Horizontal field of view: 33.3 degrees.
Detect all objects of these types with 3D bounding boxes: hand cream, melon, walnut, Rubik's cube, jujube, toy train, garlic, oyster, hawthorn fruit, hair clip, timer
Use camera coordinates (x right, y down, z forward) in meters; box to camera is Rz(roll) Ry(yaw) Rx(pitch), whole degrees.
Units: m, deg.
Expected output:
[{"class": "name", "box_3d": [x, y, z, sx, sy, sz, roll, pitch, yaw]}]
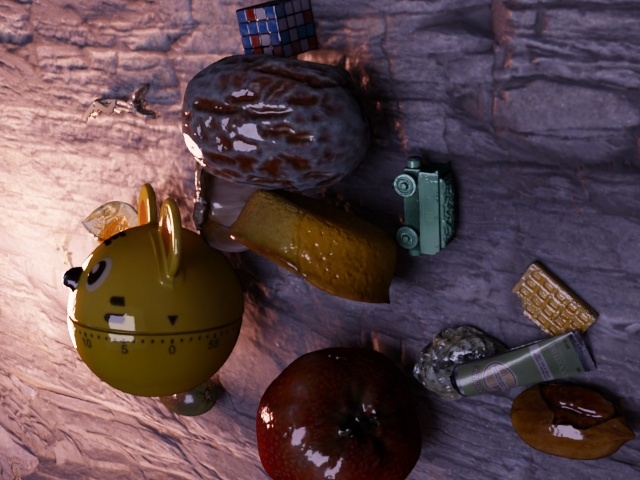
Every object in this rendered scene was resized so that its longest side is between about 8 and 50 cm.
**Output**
[{"class": "hand cream", "box_3d": [0.314, 0.204, 1.712, 0.235, 0.055, 0.086, -17, 121, 24]}, {"class": "melon", "box_3d": [-0.413, -0.019, 2.269, 0.160, 0.079, 0.128, 41, 110, 16]}, {"class": "walnut", "box_3d": [0.395, 0.286, 1.683, 0.207, 0.116, 0.116, 8, 114, 37]}, {"class": "Rubik's cube", "box_3d": [-0.073, -0.357, 1.807, 0.092, 0.092, 0.092, 2, 110, 41]}, {"class": "jujube", "box_3d": [-0.062, -0.189, 1.751, 0.308, 0.246, 0.215, 7, 89, 26]}, {"class": "toy train", "box_3d": [0.173, -0.053, 1.752, 0.099, 0.070, 0.172, 8, 115, 27]}, {"class": "garlic", "box_3d": [-0.142, -0.104, 1.914, 0.256, 0.207, 0.207, -36, 84, 37]}, {"class": "melon", "box_3d": [-0.289, 0.326, 2.294, 0.162, 0.099, 0.099, 1, 109, 46]}, {"class": "oyster", "box_3d": [0.237, 0.208, 1.814, 0.125, 0.064, 0.177, 43, 125, 2]}, {"class": "hawthorn fruit", "box_3d": [0.012, 0.349, 1.941, 0.285, 0.284, 0.369, 57, 143, 5]}, {"class": "hair clip", "box_3d": [-0.420, -0.280, 2.181, 0.226, 0.034, 0.072, 3, 107, 41]}, {"class": "timer", "box_3d": [-0.320, 0.092, 2.057, 0.376, 0.376, 0.387, 9, 105, 38]}]

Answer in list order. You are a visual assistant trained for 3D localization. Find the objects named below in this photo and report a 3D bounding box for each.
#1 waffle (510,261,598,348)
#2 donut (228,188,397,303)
[{"class": "waffle", "box_3d": [0.364, 0.104, 1.687, 0.135, 0.021, 0.092, 43, 131, 18]}, {"class": "donut", "box_3d": [0.000, 0.000, 1.793, 0.303, 0.303, 0.110, 28, 100, 28]}]
